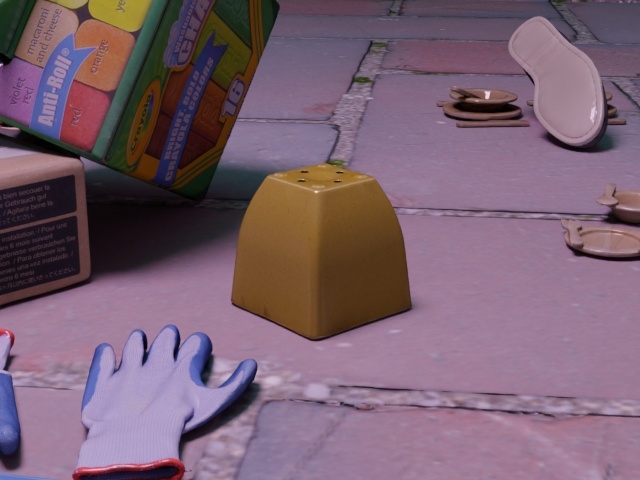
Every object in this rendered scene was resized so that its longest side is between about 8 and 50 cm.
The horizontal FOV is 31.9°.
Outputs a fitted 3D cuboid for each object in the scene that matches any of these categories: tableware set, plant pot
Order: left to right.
[{"bbox_3d":[0.000,0.000,0.671,0.081,0.083,0.081,-15,22,-39],"label":"plant pot"},{"bbox_3d":[0.232,-0.159,1.242,0.194,0.039,0.128,-2,18,-5],"label":"tableware set"},{"bbox_3d":[0.261,-0.010,0.810,0.168,0.020,0.141,7,19,22],"label":"tableware set"}]

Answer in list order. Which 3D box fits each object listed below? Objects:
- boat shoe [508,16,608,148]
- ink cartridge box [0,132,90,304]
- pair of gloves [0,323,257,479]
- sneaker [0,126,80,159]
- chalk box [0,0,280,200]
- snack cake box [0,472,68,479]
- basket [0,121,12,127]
[{"bbox_3d":[0.255,-0.156,1.150,0.065,0.075,0.206,36,24,-34],"label":"boat shoe"},{"bbox_3d":[-0.293,-0.019,0.721,0.234,0.088,0.193,18,24,41],"label":"ink cartridge box"},{"bbox_3d":[-0.130,0.074,0.542,0.198,0.023,0.159,-1,18,-2],"label":"pair of gloves"},{"bbox_3d":[-0.271,-0.066,0.920,0.157,0.061,0.065,-9,26,-25],"label":"sneaker"},{"bbox_3d":[-0.165,-0.153,0.782,0.179,0.180,0.289,23,1,10],"label":"chalk box"},{"bbox_3d":[-0.088,0.130,0.259,0.264,0.089,0.152,4,17,13],"label":"snack cake box"},{"bbox_3d":[-0.285,-0.250,1.235,0.223,0.214,0.299,0,18,3],"label":"basket"}]
